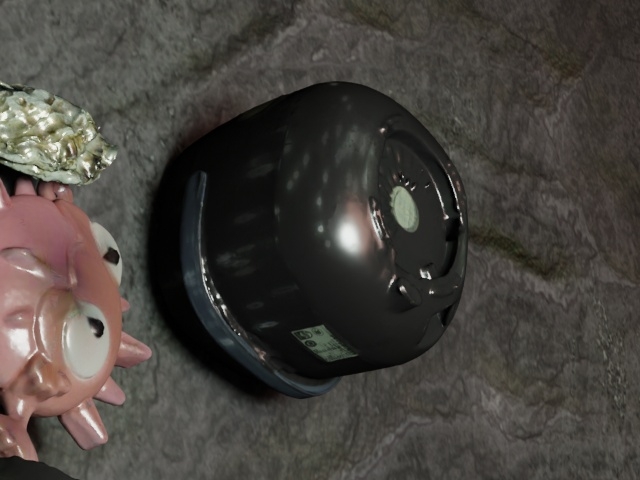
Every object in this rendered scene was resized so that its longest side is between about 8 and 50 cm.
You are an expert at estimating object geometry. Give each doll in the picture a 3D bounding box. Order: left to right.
[{"bbox_3d":[-0.217,0.058,1.515,0.211,0.093,0.262,45,37,-33],"label":"doll"}]

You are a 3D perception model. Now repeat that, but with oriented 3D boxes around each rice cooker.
[{"bbox_3d":[0.000,0.000,1.753,0.267,0.224,0.267,28,55,-49],"label":"rice cooker"}]

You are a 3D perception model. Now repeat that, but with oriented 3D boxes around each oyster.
[{"bbox_3d":[-0.233,-0.094,1.562,0.177,0.125,0.064,4,113,-65],"label":"oyster"}]

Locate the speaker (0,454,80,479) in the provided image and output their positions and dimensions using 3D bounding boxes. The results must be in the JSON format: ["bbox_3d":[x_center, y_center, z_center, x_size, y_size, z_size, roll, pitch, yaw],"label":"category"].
[{"bbox_3d":[-0.337,0.064,1.251,0.388,0.184,0.180,60,35,-18],"label":"speaker"}]
